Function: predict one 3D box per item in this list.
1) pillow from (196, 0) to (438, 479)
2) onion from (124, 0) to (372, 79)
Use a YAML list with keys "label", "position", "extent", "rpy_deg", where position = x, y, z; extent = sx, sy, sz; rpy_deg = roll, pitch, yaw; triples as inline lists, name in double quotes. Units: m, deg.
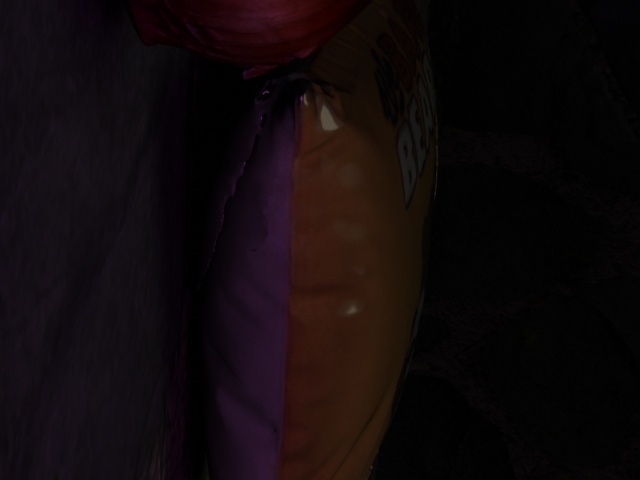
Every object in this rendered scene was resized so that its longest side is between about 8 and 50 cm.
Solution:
- label: "pillow"
  position: [0.000, 0.000, 1.031]
  extent: [0.310, 0.119, 0.312]
  rpy_deg: [-69, 164, -61]
- label: "onion"
  position: [0.004, -0.172, 0.704]
  extent: [0.230, 0.163, 0.230]
  rpy_deg: [180, -90, -88]
